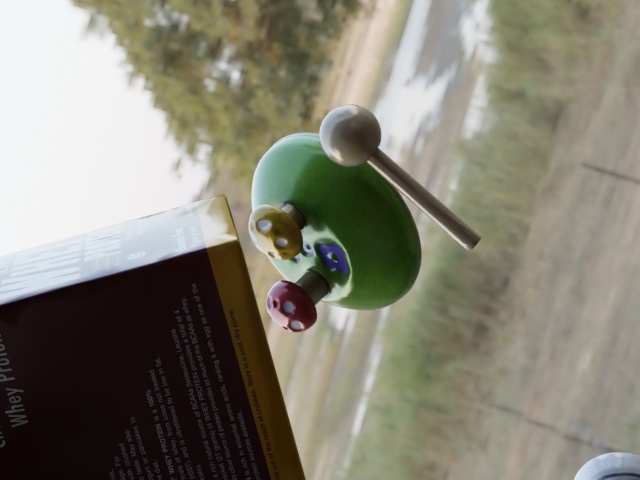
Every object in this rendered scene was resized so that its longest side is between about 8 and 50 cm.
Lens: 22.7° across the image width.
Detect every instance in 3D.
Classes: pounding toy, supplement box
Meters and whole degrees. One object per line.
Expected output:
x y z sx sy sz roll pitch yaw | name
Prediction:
0.000 0.000 1.407 0.110 0.183 0.237 -42 5 -35 | pounding toy
-0.123 0.097 0.964 0.129 0.194 0.191 -117 12 -74 | supplement box

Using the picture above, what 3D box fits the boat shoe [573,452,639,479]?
0.289 0.306 1.499 0.084 0.095 0.258 -90 -11 -48 | boat shoe
